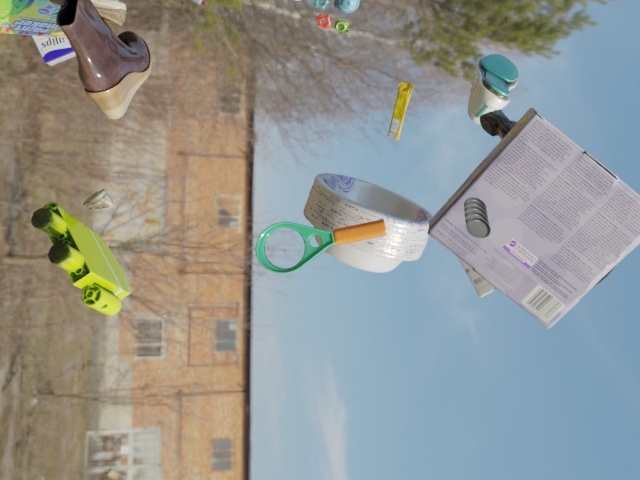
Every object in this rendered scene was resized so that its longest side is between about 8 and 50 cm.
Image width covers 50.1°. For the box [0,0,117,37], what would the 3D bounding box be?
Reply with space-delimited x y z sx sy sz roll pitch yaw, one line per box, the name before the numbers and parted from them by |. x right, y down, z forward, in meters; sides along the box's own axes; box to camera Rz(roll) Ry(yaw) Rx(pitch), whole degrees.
box | -0.530 -0.536 1.293 0.290 0.279 0.177 -25 91 -61

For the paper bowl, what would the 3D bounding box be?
paper bowl | 0.098 -0.032 1.520 0.284 0.284 0.148 -119 -132 -63

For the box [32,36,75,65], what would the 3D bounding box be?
box | -0.733 -0.577 1.910 0.072 0.126 0.137 -140 -155 -78

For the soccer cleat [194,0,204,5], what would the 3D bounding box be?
soccer cleat | -0.276 -0.548 1.533 0.029 0.035 0.083 -61 -155 23

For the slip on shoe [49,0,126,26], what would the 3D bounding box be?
slip on shoe | -0.425 -0.422 1.246 0.051 0.135 0.041 -164 -101 -66

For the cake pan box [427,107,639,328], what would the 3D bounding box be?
cake pan box | 0.344 -0.028 1.056 0.246 0.266 0.070 -52 -178 23

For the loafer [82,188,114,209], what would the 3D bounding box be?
loafer | -0.466 -0.079 1.439 0.045 0.039 0.125 -49 -160 -23

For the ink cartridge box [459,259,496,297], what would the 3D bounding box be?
ink cartridge box | 0.466 0.059 1.965 0.104 0.060 0.180 -32 -103 29

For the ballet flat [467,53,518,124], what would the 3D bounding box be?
ballet flat | 0.482 -0.436 1.974 0.400 0.139 0.139 -57 161 -58

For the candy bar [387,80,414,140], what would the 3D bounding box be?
candy bar | 0.204 -0.331 1.765 0.018 0.040 0.162 -46 154 -49

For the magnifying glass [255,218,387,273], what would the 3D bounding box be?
magnifying glass | 0.000 0.000 1.193 0.026 0.230 0.092 57 21 -83

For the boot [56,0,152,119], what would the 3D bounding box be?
boot | -0.382 -0.365 1.222 0.207 0.090 0.249 76 9 -48

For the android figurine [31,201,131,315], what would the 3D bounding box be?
android figurine | -0.461 0.036 1.343 0.248 0.056 0.273 55 -4 20

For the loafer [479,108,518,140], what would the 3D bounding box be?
loafer | 0.453 -0.262 1.629 0.170 0.061 0.062 52 -8 36

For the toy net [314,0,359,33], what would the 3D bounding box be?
toy net | -0.013 -0.656 1.854 0.045 0.232 0.122 -87 -159 -58
